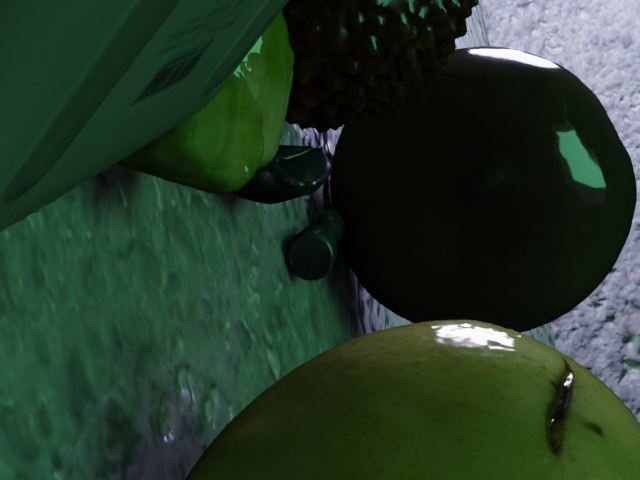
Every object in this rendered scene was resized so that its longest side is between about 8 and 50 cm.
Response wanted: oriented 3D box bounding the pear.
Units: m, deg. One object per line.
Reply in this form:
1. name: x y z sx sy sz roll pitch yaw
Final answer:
1. pear: 0.052 0.197 0.771 0.309 0.309 0.309 -13 90 -75

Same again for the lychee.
1. lychee: -0.005 -0.190 1.001 0.271 0.271 0.271 -13 90 -75

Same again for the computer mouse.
1. computer mouse: -0.036 -0.052 1.058 0.135 0.079 0.047 -14 106 -72

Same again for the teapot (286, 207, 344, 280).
1. teapot: 0.000 0.000 1.203 0.111 0.042 0.043 -57 133 -72

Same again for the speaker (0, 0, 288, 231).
1. speaker: -0.112 -0.133 0.554 0.183 0.184 0.406 36 20 1

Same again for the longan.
1. longan: 0.156 -0.046 1.319 0.297 0.297 0.297 -13 90 -75

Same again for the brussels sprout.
1. brussels sprout: -0.085 -0.105 0.831 0.155 0.117 0.155 -33 131 -48
